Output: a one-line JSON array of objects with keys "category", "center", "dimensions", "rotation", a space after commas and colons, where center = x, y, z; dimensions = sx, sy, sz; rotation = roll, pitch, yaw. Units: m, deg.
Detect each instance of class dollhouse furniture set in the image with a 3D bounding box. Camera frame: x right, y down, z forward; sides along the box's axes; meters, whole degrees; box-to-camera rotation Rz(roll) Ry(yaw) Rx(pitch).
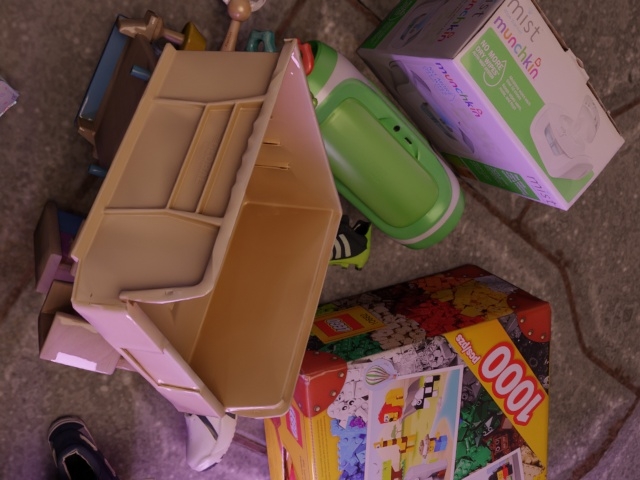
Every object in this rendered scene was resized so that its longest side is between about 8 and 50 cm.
[{"category": "dollhouse furniture set", "center": [-0.151, -0.056, 0.778], "dimensions": [0.198, 0.286, 0.304], "rotation": [18, 108, -29]}]

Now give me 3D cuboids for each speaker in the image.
[{"category": "speaker", "center": [0.058, -0.115, 0.948], "dimensions": [0.296, 0.131, 0.131], "rotation": [41, 87, -29]}]

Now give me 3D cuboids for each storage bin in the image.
[{"category": "storage bin", "center": [-0.084, 0.003, 0.677], "dimensions": [0.262, 0.123, 0.261], "rotation": [72, 28, -57]}]

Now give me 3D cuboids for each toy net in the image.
[{"category": "toy net", "center": [-0.077, -0.234, 0.827], "dimensions": [0.045, 0.122, 0.232], "rotation": [-6, 84, -57]}]

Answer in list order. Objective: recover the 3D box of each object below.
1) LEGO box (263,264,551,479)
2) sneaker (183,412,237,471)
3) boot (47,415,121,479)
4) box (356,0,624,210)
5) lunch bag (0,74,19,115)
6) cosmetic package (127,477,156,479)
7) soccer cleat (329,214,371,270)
[{"category": "LEGO box", "center": [0.127, 0.326, 1.078], "dimensions": [0.372, 0.193, 0.501], "rotation": [-13, 111, -21]}, {"category": "sneaker", "center": [-0.181, 0.178, 0.948], "dimensions": [0.153, 0.094, 0.235], "rotation": [12, 101, -26]}, {"category": "boot", "center": [-0.293, 0.320, 0.944], "dimensions": [0.069, 0.086, 0.190], "rotation": [-29, 116, -14]}, {"category": "box", "center": [0.214, -0.187, 0.937], "dimensions": [0.127, 0.231, 0.262], "rotation": [-48, 120, -4]}, {"category": "lunch bag", "center": [-0.370, -0.160, 0.778], "dimensions": [0.071, 0.053, 0.083], "rotation": [-42, 127, -6]}, {"category": "cosmetic package", "center": [-0.268, 0.440, 0.869], "dimensions": [0.138, 0.225, 0.224], "rotation": [2, 136, -26]}, {"category": "soccer cleat", "center": [0.000, 0.000, 0.924], "dimensions": [0.178, 0.060, 0.072], "rotation": [1, 102, -50]}]
